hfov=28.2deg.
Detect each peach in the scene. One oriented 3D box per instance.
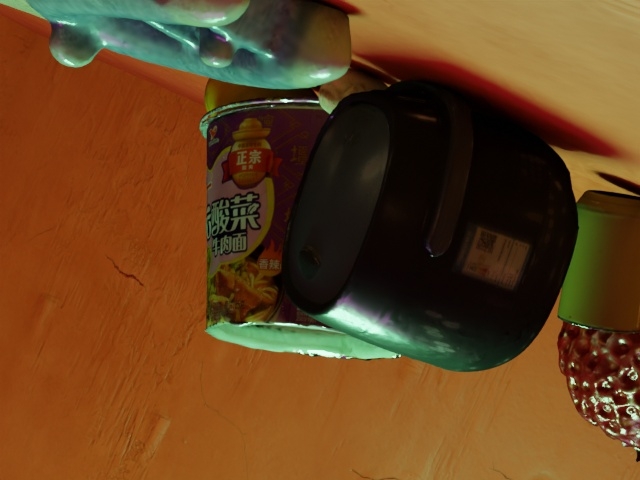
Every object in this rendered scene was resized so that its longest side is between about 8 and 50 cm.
[{"bbox_3d":[-0.071,-0.178,1.698,0.179,0.103,0.179,26,-177,-2],"label":"peach"}]

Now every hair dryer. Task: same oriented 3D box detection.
[{"bbox_3d":[0.384,0.028,1.326,0.278,0.135,0.090,6,-173,-18],"label":"hair dryer"}]

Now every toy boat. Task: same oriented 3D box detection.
[{"bbox_3d":[-0.133,-0.181,1.034,0.330,0.123,0.215,23,-178,40],"label":"toy boat"}]

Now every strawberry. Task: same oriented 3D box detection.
[{"bbox_3d":[0.460,0.123,1.564,0.291,0.310,0.292,22,-143,-18],"label":"strawberry"}]

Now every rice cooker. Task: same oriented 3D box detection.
[{"bbox_3d":[0.106,-0.013,1.188,0.224,0.267,0.267,16,-176,-20],"label":"rice cooker"}]

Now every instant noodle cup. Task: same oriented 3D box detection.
[{"bbox_3d":[0.000,0.000,1.572,0.339,0.266,0.340,6,169,1],"label":"instant noodle cup"}]

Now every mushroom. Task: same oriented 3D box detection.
[{"bbox_3d":[0.037,-0.138,1.300,0.083,0.067,0.083,17,-160,-7],"label":"mushroom"}]

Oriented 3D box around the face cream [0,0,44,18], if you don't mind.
[{"bbox_3d":[-0.266,-0.267,1.363,0.348,0.081,0.173,25,-176,42],"label":"face cream"}]
